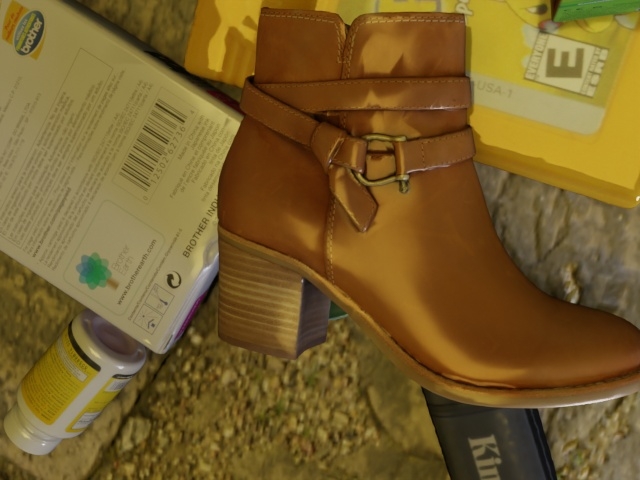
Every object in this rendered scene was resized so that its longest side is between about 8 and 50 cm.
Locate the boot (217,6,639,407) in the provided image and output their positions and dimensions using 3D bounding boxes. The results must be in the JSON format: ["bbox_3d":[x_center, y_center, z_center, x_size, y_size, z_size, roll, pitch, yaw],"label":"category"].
[{"bbox_3d":[0.074,-0.026,0.505,0.284,0.109,0.220,11,99,17],"label":"boot"}]

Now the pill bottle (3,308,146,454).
[{"bbox_3d":[-0.196,0.113,0.643,0.065,0.065,0.116,43,105,1],"label":"pill bottle"}]

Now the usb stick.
[{"bbox_3d":[0.131,0.167,0.598,0.077,0.045,0.277,-16,98,13],"label":"usb stick"}]

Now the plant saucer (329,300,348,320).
[{"bbox_3d":[0.000,0.000,0.589,0.119,0.021,0.119,-3,110,-7],"label":"plant saucer"}]

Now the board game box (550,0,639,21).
[{"bbox_3d":[0.173,-0.137,0.368,0.124,0.259,0.039,-5,99,13],"label":"board game box"}]

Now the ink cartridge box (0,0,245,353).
[{"bbox_3d":[-0.197,-0.078,0.608,0.311,0.065,0.185,32,104,1],"label":"ink cartridge box"}]

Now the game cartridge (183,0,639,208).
[{"bbox_3d":[0.095,-0.201,0.530,0.324,0.052,0.285,17,104,6],"label":"game cartridge"}]
